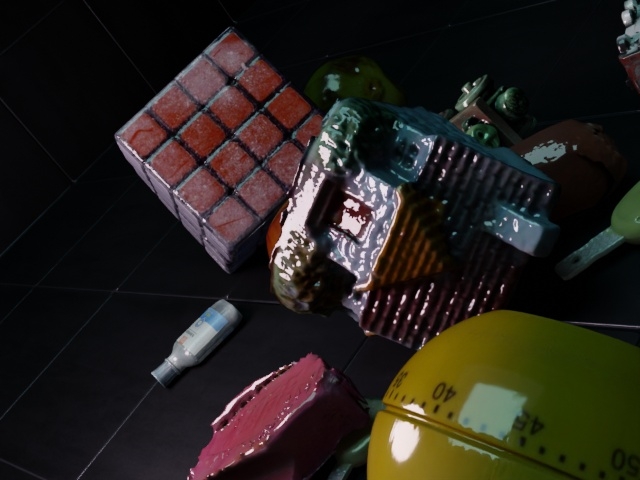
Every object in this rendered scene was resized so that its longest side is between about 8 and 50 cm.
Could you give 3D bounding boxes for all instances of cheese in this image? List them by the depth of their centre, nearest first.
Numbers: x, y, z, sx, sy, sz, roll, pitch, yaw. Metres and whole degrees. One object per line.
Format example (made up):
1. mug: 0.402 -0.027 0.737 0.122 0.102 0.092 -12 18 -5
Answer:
1. cheese: 0.044 0.311 1.338 0.097 0.037 0.192 -5 39 48
2. cheese: 0.460 -0.021 1.362 0.255 0.050 0.127 -37 28 3

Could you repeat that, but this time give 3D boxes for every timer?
1. timer: 0.198 0.274 0.919 0.376 0.376 0.387 8 75 55

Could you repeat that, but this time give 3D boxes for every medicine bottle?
1. medicine bottle: -0.249 0.206 1.844 0.208 0.054 0.090 -44 27 -14

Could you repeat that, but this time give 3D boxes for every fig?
1. fig: 0.069 -0.284 2.082 0.239 0.239 0.271 -49 0 -23

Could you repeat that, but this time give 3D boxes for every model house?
1. model house: 0.156 0.017 1.358 0.339 0.297 0.360 34 110 36

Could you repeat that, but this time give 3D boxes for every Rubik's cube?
1. Rubik's cube: -0.185 -0.175 1.944 0.344 0.344 0.337 -42 -5 -11

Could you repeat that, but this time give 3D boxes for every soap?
1. soap: -0.053 0.283 1.373 0.289 0.112 0.182 -33 24 30

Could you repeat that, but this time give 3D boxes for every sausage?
1. sausage: 0.354 -0.092 1.493 0.279 0.152 0.152 -25 28 21

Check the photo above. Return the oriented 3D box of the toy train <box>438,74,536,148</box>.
1. toy train: 0.250 -0.162 1.669 0.221 0.150 0.304 -51 7 -30

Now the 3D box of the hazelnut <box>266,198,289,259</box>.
1. hazelnut: -0.001 -0.005 1.747 0.210 0.186 0.210 -21 15 6

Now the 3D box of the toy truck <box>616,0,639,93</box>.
1. toy truck: 0.608 -0.361 1.650 0.114 0.135 0.270 -20 27 35
